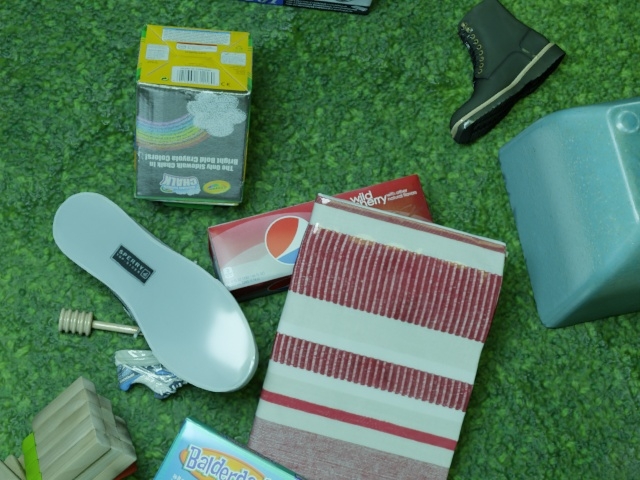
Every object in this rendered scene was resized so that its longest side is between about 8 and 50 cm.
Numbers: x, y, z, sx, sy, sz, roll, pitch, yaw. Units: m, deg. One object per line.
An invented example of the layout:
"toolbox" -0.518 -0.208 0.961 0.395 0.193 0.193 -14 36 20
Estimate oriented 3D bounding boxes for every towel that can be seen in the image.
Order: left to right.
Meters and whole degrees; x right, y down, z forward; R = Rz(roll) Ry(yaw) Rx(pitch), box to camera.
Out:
"towel" 0.064 0.132 1.334 0.237 0.037 0.329 15 95 -2

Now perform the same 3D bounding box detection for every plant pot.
"plant pot" 0.381 -0.056 1.359 0.248 0.252 0.247 -10 77 -8

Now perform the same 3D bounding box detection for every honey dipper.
"honey dipper" -0.230 0.107 1.375 0.161 0.030 0.030 10 74 -7

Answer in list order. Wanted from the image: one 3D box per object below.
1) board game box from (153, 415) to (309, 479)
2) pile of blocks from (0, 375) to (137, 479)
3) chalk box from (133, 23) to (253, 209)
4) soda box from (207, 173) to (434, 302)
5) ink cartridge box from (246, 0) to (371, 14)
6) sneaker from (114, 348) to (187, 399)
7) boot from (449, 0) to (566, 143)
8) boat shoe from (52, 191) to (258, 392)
"board game box" -0.129 0.327 1.295 0.160 0.047 0.210 29 86 2
"pile of blocks" -0.319 0.333 1.279 0.112 0.149 0.362 39 82 -39
"chalk box" -0.152 -0.130 1.372 0.132 0.213 0.132 4 42 -6
"soda box" 0.000 0.000 1.389 0.263 0.092 0.083 -15 76 -9
"ink cartridge box" -0.033 -0.339 1.475 0.207 0.097 0.046 6 75 -4
"sneaker" -0.175 0.158 1.359 0.135 0.052 0.058 2 85 3
"boot" 0.202 -0.223 1.486 0.137 0.077 0.198 45 62 11
"boat shoe" -0.182 0.065 1.332 0.306 0.105 0.113 35 85 19
